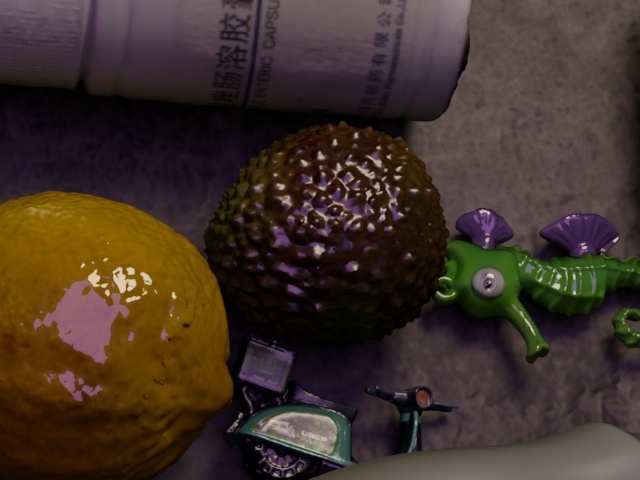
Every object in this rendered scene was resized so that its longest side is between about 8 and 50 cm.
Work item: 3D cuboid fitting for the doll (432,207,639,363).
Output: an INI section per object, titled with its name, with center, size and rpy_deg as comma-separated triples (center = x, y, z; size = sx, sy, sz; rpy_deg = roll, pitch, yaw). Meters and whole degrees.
[doll]
center = 0.170, 0.035, 1.315
size = 0.190, 0.050, 0.115
rpy_deg = 3, 68, -11

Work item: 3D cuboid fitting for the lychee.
[lychee]
center = 0.000, 0.000, 1.238
size = 0.171, 0.171, 0.171
rpy_deg = 3, 71, -8

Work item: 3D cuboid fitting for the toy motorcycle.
[toy motorcycle]
center = 0.017, 0.133, 1.252
size = 0.173, 0.058, 0.100
rpy_deg = 19, 70, -6

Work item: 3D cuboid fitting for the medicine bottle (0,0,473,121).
[medicine bottle]
center = -0.072, -0.187, 1.273
size = 0.332, 0.190, 0.190
rpy_deg = 4, 71, -8

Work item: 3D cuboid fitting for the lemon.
[lemon]
center = -0.162, 0.065, 1.173
size = 0.231, 0.192, 0.192
rpy_deg = 12, 69, 13

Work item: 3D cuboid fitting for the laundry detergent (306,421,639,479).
[laundry detergent]
center = 0.136, 0.234, 1.190
size = 0.398, 0.124, 0.264
rpy_deg = -20, 102, -24
